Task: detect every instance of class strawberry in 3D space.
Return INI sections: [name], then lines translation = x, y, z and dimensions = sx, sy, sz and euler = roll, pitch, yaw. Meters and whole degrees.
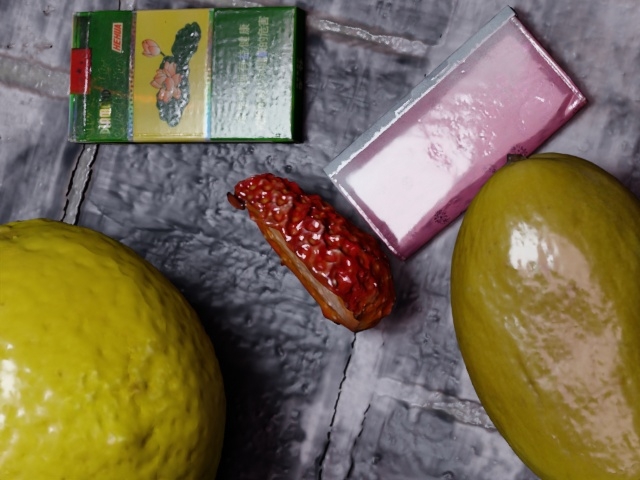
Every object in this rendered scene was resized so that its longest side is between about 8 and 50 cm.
[strawberry]
translation = 0.000, 0.000, 1.612
dimensions = 0.082, 0.121, 0.188
euler = -40, 77, -9

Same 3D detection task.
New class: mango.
[mango]
translation = 0.215, 0.084, 1.530
dimensions = 0.195, 0.142, 0.332
euler = -11, 84, 22

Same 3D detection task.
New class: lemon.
[lemon]
translation = -0.254, 0.167, 1.569
dimensions = 0.350, 0.350, 0.387
euler = -36, 84, 12

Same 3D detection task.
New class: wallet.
[wallet]
translation = 0.124, -0.097, 1.626
dimensions = 0.232, 0.025, 0.119
euler = -41, 76, 11

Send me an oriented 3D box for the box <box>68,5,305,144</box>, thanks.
[box]
translation = -0.131, -0.159, 1.703
dimensions = 0.235, 0.034, 0.132
euler = 0, 88, 17
